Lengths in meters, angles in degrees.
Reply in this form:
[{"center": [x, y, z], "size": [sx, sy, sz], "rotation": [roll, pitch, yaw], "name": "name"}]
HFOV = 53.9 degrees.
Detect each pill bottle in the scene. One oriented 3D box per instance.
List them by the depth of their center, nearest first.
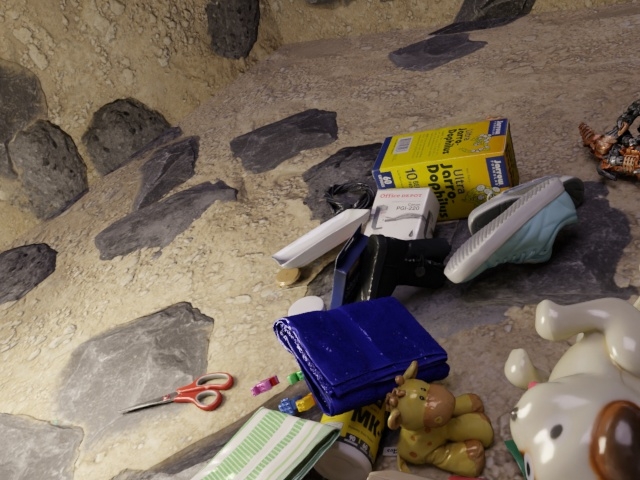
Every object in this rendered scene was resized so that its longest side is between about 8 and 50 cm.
[{"center": [0.064, 0.343, 1.202], "size": [0.119, 0.119, 0.208], "rotation": [-5, 36, 26], "name": "pill bottle"}, {"center": [0.000, 0.217, 1.360], "size": [0.108, 0.194, 0.108], "rotation": [-16, 33, 11], "name": "pill bottle"}]

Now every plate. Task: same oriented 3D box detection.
[{"center": [0.000, 0.000, 1.746], "size": [0.278, 0.045, 0.277], "rotation": [-32, 9, -7], "name": "plate"}]

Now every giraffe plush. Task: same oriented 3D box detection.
[{"center": [0.190, 0.311, 1.124], "size": [0.210, 0.171, 0.181], "rotation": [-18, 32, 7], "name": "giraffe plush"}]

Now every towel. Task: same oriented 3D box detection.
[{"center": [-0.122, 0.413, 1.162], "size": [0.248, 0.038, 0.325], "rotation": [-42, 11, -25], "name": "towel"}, {"center": [0.088, 0.204, 1.221], "size": [0.308, 0.076, 0.228], "rotation": [-6, 45, -36], "name": "towel"}]

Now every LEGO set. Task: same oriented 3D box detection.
[{"center": [-0.045, 0.311, 1.293], "size": [0.227, 0.087, 0.093], "rotation": [-26, -5, 27], "name": "LEGO set"}]

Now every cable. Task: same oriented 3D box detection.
[{"center": [0.088, -0.145, 1.990], "size": [0.150, 0.047, 0.184], "rotation": [-22, 31, 0], "name": "cable"}]

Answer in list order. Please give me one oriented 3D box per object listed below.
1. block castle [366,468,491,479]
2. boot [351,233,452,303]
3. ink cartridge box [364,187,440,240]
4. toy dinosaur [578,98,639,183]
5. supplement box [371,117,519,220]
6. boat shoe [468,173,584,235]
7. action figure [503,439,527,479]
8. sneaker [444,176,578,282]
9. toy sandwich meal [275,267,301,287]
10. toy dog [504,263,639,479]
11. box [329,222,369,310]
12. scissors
[{"center": [0.115, 0.531, 0.717], "size": [0.212, 0.303, 0.453], "rotation": [2, 40, 32], "name": "block castle"}, {"center": [0.194, 0.104, 1.483], "size": [0.207, 0.247, 0.094], "rotation": [6, 17, -21], "name": "boot"}, {"center": [0.206, -0.026, 1.639], "size": [0.158, 0.092, 0.218], "rotation": [0, 56, 32], "name": "ink cartridge box"}, {"center": [0.792, -0.257, 1.643], "size": [0.218, 0.164, 0.322], "rotation": [-39, 54, 3], "name": "toy dinosaur"}, {"center": [0.352, -0.187, 1.748], "size": [0.356, 0.194, 0.195], "rotation": [-6, 35, 25], "name": "supplement box"}, {"center": [0.507, -0.088, 1.590], "size": [0.320, 0.118, 0.103], "rotation": [-24, 25, -10], "name": "boat shoe"}, {"center": [0.391, 0.392, 0.989], "size": [0.137, 0.064, 0.232], "rotation": [-15, 36, 5], "name": "action figure"}, {"center": [0.453, 0.008, 1.436], "size": [0.366, 0.150, 0.135], "rotation": [-37, 1, -12], "name": "sneaker"}, {"center": [-0.087, 0.102, 1.747], "size": [0.085, 0.029, 0.086], "rotation": [-16, 35, 12], "name": "toy sandwich meal"}, {"center": [0.444, 0.260, 0.920], "size": [0.407, 0.285, 0.395], "rotation": [-19, 63, -35], "name": "toy dog"}, {"center": [0.071, 0.080, 1.504], "size": [0.036, 0.225, 0.136], "rotation": [23, 49, 17], "name": "box"}, {"center": [-0.349, 0.370, 1.517], "size": [0.297, 0.021, 0.109], "rotation": [-10, 36, 22], "name": "scissors"}]
